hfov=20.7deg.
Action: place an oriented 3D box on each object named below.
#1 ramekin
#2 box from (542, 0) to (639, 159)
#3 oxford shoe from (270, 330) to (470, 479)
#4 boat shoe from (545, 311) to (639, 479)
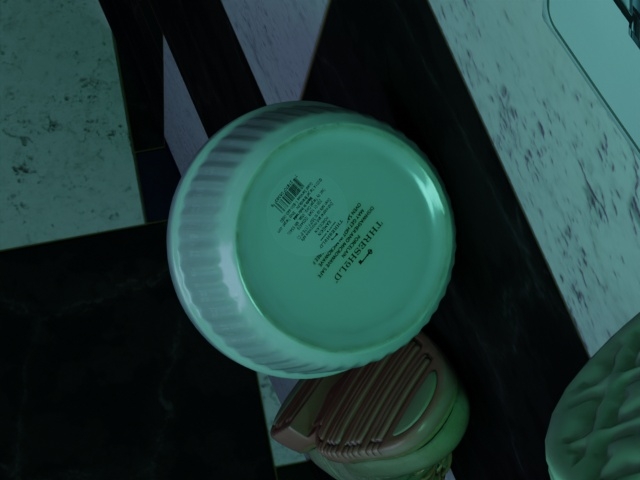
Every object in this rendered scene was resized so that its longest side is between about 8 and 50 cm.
[{"bbox_3d":[0.000,0.000,1.270,0.207,0.207,0.109,68,163,-7],"label":"ramekin"},{"bbox_3d":[0.136,-0.116,0.482,0.290,0.087,0.169,80,165,-56],"label":"box"},{"bbox_3d":[0.075,0.170,1.604,0.146,0.140,0.397,37,170,-9],"label":"oxford shoe"},{"bbox_3d":[0.208,0.110,0.295,0.156,0.186,0.500,57,168,-17],"label":"boat shoe"}]
